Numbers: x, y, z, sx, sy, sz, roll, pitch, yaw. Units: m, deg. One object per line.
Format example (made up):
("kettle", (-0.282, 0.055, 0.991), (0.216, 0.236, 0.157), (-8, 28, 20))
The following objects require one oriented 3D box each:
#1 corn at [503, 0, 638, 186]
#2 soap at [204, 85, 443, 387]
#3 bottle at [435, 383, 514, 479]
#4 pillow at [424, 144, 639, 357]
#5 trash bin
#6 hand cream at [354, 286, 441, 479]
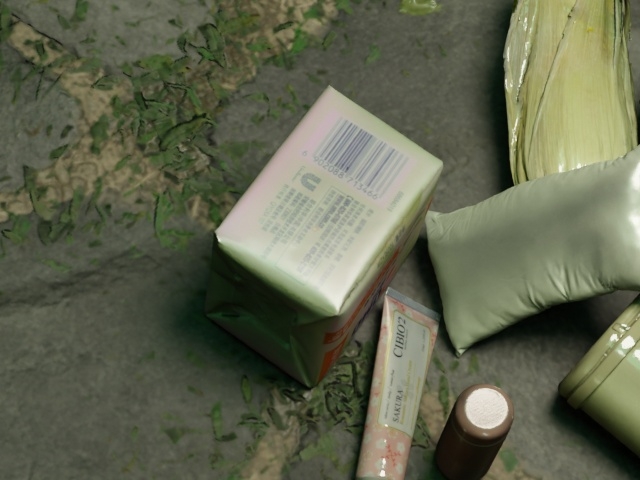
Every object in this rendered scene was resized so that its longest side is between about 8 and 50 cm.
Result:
("corn", (0.249, -0.153, 1.641), (0.123, 0.122, 0.305), (-7, 65, 16))
("soap", (0.000, 0.000, 1.509), (0.138, 0.182, 0.199), (32, 65, 8))
("bottle", (0.135, 0.172, 1.461), (0.053, 0.140, 0.053), (2, 65, -4))
("pillow", (0.213, 0.010, 1.511), (0.254, 0.078, 0.144), (-18, 74, 32))
("trash bin", (0.383, 0.133, 1.522), (0.247, 0.121, 0.243), (42, 67, 11))
("hand cream", (0.069, 0.148, 1.521), (0.067, 0.043, 0.209), (27, 60, -26))
